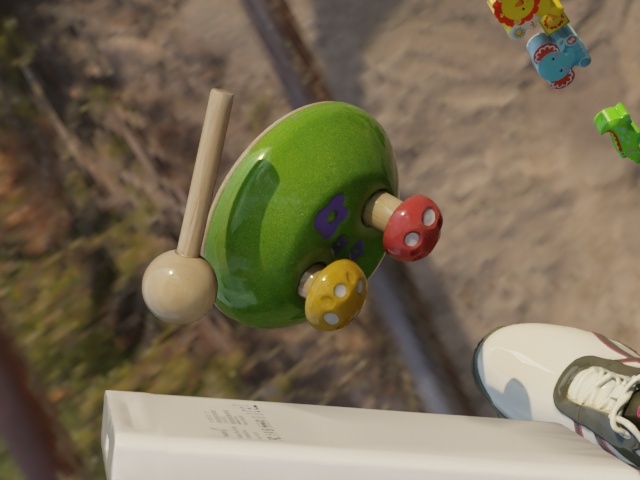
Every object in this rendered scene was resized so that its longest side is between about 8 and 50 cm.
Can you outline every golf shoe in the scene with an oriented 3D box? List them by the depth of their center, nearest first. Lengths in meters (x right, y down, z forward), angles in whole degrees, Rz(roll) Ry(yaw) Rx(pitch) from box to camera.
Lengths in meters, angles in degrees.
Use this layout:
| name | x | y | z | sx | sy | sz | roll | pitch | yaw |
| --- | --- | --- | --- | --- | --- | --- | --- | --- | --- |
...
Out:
| name | x | y | z | sx | sy | sz | roll | pitch | yaw |
| --- | --- | --- | --- | --- | --- | --- | --- | --- | --- |
| golf shoe | 0.236 | 0.124 | 1.487 | 0.273 | 0.105 | 0.120 | 25 | 165 | 25 |

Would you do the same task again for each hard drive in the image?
| name | x | y | z | sx | sy | sz | roll | pitch | yaw |
| --- | --- | --- | --- | --- | --- | --- | --- | --- | --- |
| hard drive | 0.021 | 0.134 | 1.195 | 0.307 | 0.203 | 0.040 | 5 | 93 | -8 |

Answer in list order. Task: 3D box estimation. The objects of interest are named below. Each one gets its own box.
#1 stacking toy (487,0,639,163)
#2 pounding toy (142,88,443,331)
| name | x | y | z | sx | sy | sz | roll | pitch | yaw |
| --- | --- | --- | --- | --- | --- | --- | --- | --- | --- |
| stacking toy | 0.177 | -0.172 | 1.566 | 0.052 | 0.167 | 0.221 | -33 | 129 | 9 |
| pounding toy | 0.000 | 0.000 | 1.378 | 0.110 | 0.237 | 0.183 | 32 | 106 | 34 |
